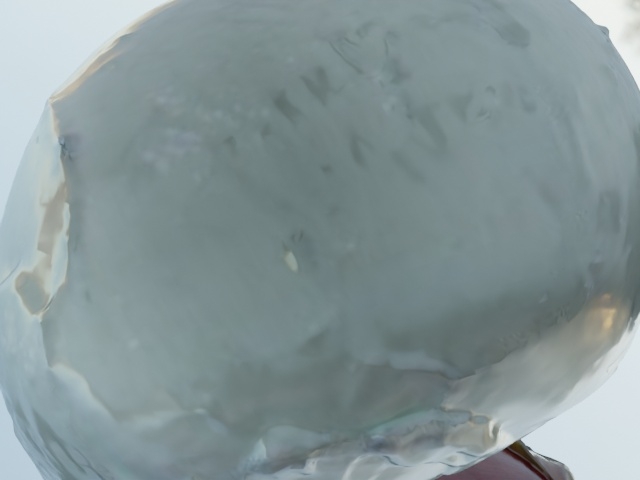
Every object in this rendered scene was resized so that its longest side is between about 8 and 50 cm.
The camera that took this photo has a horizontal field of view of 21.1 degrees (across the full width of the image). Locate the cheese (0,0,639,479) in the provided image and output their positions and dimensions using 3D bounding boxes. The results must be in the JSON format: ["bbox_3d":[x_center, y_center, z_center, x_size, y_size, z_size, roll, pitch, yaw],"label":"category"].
[{"bbox_3d":[0.000,0.000,0.485,0.189,0.154,0.198,-19,173,-5],"label":"cheese"}]

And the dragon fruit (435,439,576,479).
[{"bbox_3d":[0.016,0.198,0.896,0.315,0.250,0.250,19,-162,-18],"label":"dragon fruit"}]
